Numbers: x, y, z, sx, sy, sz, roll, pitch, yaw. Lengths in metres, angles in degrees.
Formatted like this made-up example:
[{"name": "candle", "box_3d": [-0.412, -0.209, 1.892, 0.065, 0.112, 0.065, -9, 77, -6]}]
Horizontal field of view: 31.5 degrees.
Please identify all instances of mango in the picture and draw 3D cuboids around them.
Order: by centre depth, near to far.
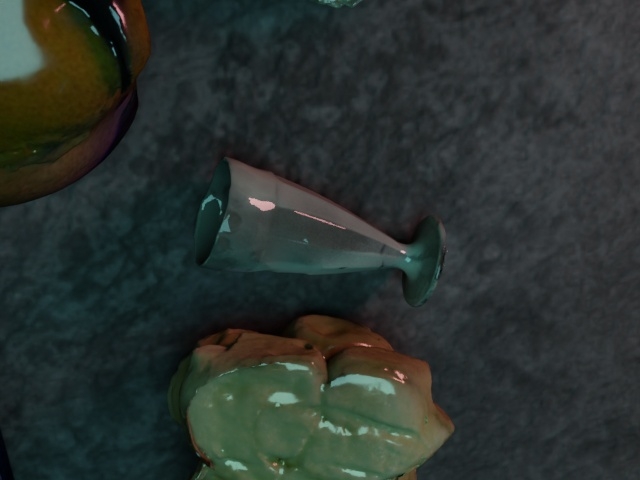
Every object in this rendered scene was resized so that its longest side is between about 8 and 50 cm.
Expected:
[{"name": "mango", "box_3d": [-0.236, -0.106, 0.614, 0.287, 0.152, 0.201, 14, 104, -16]}]

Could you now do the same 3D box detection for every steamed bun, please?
[{"name": "steamed bun", "box_3d": [-0.008, 0.130, 0.775, 0.192, 0.106, 0.177, -6, 115, 1]}]

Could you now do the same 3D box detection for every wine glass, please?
[{"name": "wine glass", "box_3d": [0.000, 0.000, 0.743, 0.155, 0.073, 0.073, 15, 106, -16]}]

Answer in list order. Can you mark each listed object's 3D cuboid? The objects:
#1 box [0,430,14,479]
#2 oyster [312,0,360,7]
[{"name": "box", "box_3d": [-0.331, 0.218, 0.742, 0.262, 0.116, 0.278, -11, 114, -7]}, {"name": "oyster", "box_3d": [-0.005, -0.199, 0.675, 0.177, 0.064, 0.124, -11, 116, -5]}]
